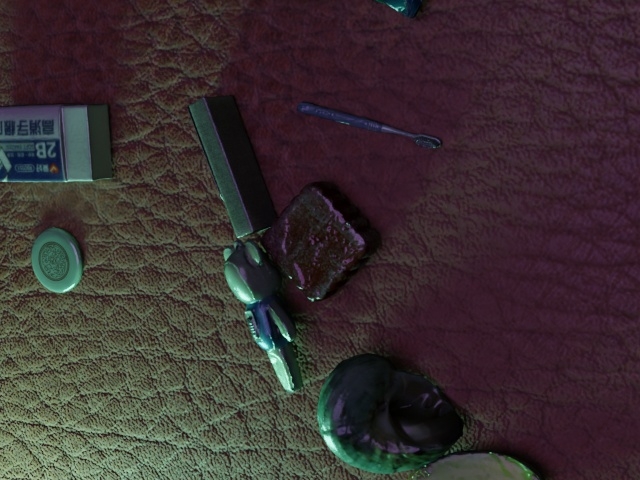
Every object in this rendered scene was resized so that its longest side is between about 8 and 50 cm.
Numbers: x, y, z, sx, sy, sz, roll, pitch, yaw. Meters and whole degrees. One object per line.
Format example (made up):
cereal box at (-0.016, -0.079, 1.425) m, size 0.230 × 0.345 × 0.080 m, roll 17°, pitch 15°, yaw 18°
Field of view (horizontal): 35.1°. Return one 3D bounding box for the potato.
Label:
potato at (0.212, 0.338, 1.376) m, size 0.198 × 0.054 × 0.119 m, roll -26°, pitch 82°, yaw 23°

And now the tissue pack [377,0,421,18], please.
tissue pack at (0.086, -0.352, 1.346) m, size 0.138 × 0.028 × 0.085 m, roll 28°, pitch 107°, yaw 26°

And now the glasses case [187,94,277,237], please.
glasses case at (-0.128, -0.107, 1.470) m, size 0.047 × 0.071 × 0.205 m, roll -20°, pitch 89°, yaw 32°

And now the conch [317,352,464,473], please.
conch at (0.082, 0.234, 1.386) m, size 0.176 × 0.122 × 0.188 m, roll -29°, pitch 73°, yaw -14°

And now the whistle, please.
whistle at (-0.075, 0.107, 1.477) m, size 0.114 × 0.077 × 0.236 m, roll -16°, pitch 97°, yaw 58°

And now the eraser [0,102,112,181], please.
eraser at (-0.437, -0.156, 1.622) m, size 0.210 × 0.068 × 0.124 m, roll 2°, pitch 98°, yaw 26°

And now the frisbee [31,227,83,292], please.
frisbee at (-0.439, 0.033, 1.683) m, size 0.110 × 0.014 × 0.110 m, roll 5°, pitch 101°, yaw 26°

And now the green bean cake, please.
green bean cake at (0.000, 0.000, 1.428) m, size 0.136 × 0.056 × 0.135 m, roll 48°, pitch 117°, yaw 13°

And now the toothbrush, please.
toothbrush at (0.064, -0.158, 1.391) m, size 0.219 × 0.019 × 0.016 m, roll 19°, pitch 121°, yaw 24°
